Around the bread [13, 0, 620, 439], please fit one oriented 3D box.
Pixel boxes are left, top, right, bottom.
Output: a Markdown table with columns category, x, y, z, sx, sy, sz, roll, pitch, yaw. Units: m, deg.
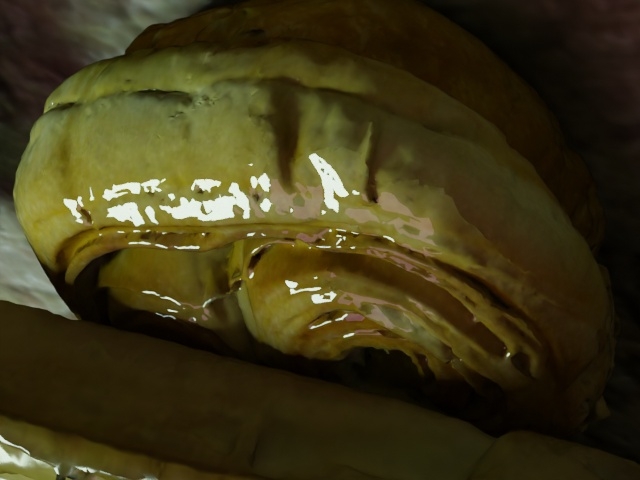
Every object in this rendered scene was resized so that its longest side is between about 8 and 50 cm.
| category | x | y | z | sx | sy | sz | roll | pitch | yaw |
| --- | --- | --- | --- | --- | --- | --- | --- | --- | --- |
| bread | -0.002 | -0.002 | 0.760 | 0.236 | 0.120 | 0.198 | -2 | 139 | 38 |

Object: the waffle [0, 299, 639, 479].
| category | x | y | z | sx | sy | sz | roll | pitch | yaw |
| --- | --- | --- | --- | --- | --- | --- | --- | --- | --- |
| waffle | 0.008 | 0.169 | 0.813 | 0.304 | 0.077 | 0.348 | 11 | 145 | 22 |
